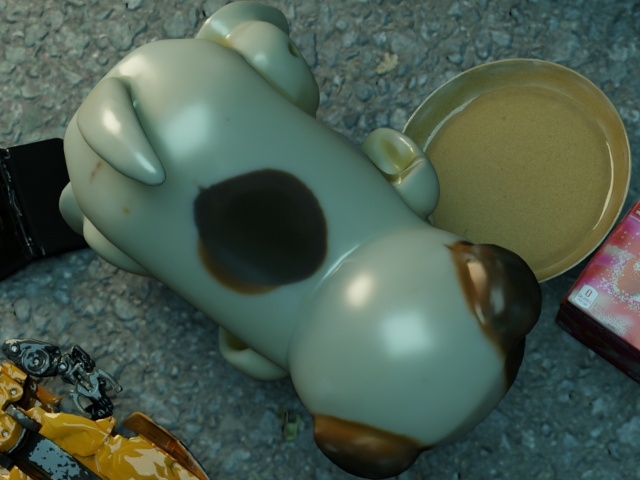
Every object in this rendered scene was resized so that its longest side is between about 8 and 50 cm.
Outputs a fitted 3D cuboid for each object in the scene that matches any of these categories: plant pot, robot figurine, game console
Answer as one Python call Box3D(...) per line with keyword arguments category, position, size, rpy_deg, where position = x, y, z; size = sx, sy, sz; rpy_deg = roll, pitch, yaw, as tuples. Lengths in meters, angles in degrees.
Box3D(category="plant pot", position=(0.184, -0.062, 1.394), size=(0.236, 0.032, 0.236), rpy_deg=(-6, 70, 18))
Box3D(category="robot figurine", position=(-0.232, 0.227, 1.354), size=(0.291, 0.085, 0.211), rpy_deg=(34, 81, 9))
Box3D(category="game console", position=(-0.299, -0.030, 1.454), size=(0.107, 0.071, 0.122), rpy_deg=(-29, 74, 28))

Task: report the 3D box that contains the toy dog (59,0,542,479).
Box3D(category="toy dog", position=(0.000, 0.000, 1.228), size=(0.408, 0.395, 0.284), rpy_deg=(42, 86, 9))

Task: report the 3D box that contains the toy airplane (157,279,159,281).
Box3D(category="toy airplane", position=(-0.159, -0.038, 1.438), size=(0.151, 0.028, 0.151), rpy_deg=(-1, 79, 3))

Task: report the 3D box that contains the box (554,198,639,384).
Box3D(category="box", position=(0.359, 0.090, 1.329), size=(0.257, 0.122, 0.128), rpy_deg=(36, 81, 10))
